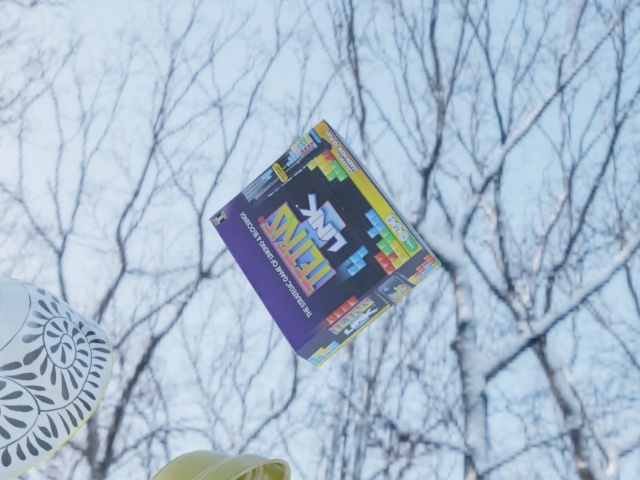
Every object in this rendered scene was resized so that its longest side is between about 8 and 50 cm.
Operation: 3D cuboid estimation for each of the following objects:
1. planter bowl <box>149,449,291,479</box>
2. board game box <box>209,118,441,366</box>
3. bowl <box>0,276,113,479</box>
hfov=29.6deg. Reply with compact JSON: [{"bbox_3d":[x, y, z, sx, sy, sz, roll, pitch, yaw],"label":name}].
[{"bbox_3d":[-0.139,0.297,1.332,0.090,0.217,0.217,40,-41,25],"label":"planter bowl"},{"bbox_3d":[0.000,0.000,1.053,0.141,0.170,0.048,-40,-34,7],"label":"board game box"},{"bbox_3d":[-0.225,0.074,0.767,0.170,0.170,0.080,-9,-54,16],"label":"bowl"}]
